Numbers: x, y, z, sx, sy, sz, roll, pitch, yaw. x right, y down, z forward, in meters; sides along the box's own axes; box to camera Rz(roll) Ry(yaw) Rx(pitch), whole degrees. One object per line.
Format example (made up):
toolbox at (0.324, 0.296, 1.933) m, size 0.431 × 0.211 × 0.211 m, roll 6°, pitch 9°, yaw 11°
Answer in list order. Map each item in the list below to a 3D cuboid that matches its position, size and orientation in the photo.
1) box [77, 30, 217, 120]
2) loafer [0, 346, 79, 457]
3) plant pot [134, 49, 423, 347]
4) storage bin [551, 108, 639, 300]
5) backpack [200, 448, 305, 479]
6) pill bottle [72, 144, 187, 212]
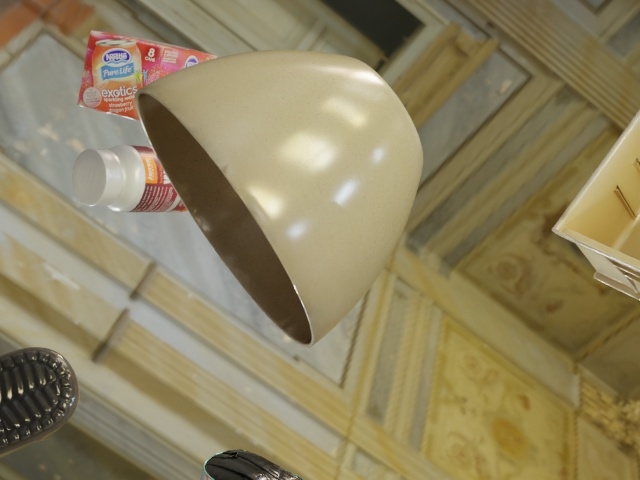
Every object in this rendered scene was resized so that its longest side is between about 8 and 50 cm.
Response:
box at (-0.275, -0.263, 1.645) m, size 0.257 × 0.128 × 0.122 m, roll -27°, pitch 131°, yaw -75°
loafer at (-0.442, 0.231, 1.150) m, size 0.366 × 0.133 × 0.130 m, roll -16°, pitch 168°, yaw -4°
plant pot at (-0.017, -0.069, 0.952) m, size 0.191 × 0.284 × 0.284 m, roll -35°, pitch -172°, yaw -13°
storage bin at (0.446, -0.040, 1.091) m, size 0.260 × 0.123 × 0.262 m, roll 31°, pitch -99°, yaw 45°
backpack at (-0.143, 0.490, 1.934) m, size 0.166 × 0.188 × 0.144 m, roll -15°, pitch 129°, yaw -53°
pill bottle at (-0.327, -0.111, 1.822) m, size 0.221 × 0.121 × 0.121 m, roll -1°, pitch 143°, yaw -49°
